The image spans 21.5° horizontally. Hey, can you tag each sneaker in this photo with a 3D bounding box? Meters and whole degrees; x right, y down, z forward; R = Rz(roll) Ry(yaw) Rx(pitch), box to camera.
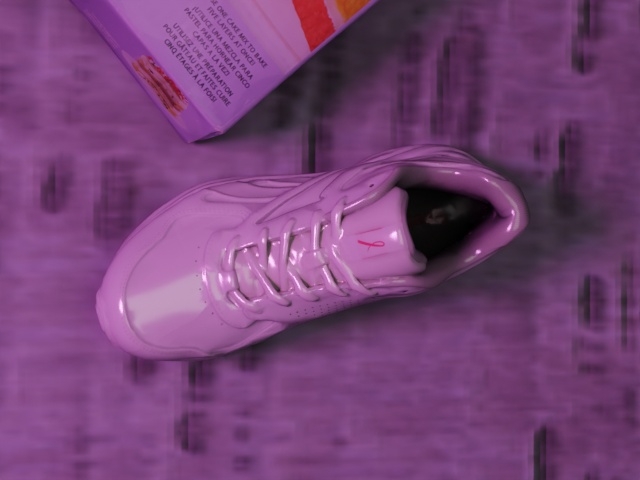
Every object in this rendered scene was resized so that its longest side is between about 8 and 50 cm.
[{"bbox_3d":[0.000,0.000,0.852,0.232,0.115,0.090,-20,96,-16],"label":"sneaker"}]

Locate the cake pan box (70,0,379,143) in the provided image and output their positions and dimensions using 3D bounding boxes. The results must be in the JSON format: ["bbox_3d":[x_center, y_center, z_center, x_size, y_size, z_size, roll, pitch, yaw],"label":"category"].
[{"bbox_3d":[-0.052,-0.227,0.864,0.246,0.070,0.267,-41,101,-16],"label":"cake pan box"}]
